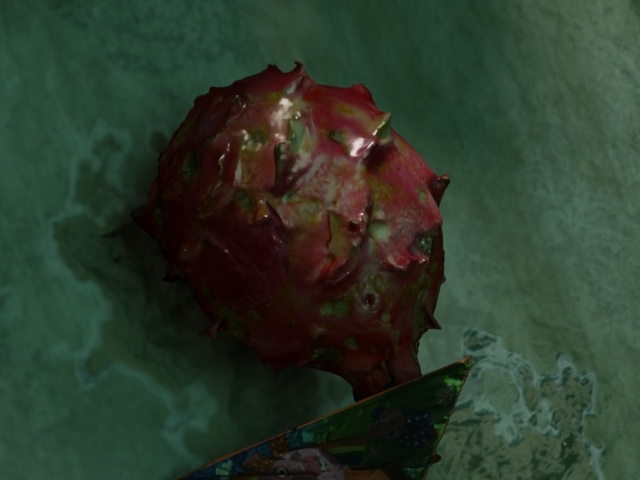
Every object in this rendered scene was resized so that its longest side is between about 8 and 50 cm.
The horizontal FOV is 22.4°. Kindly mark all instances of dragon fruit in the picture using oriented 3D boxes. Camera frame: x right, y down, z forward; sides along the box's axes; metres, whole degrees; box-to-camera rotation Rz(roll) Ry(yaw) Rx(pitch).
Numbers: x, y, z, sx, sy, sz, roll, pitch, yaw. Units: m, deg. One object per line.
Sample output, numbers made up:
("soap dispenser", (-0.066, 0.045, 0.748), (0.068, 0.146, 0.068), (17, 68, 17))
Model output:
("dragon fruit", (0.000, 0.000, 1.155), (0.210, 0.205, 0.268), (-39, 99, -42))

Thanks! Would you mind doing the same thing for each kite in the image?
("kite", (-0.005, 0.207, 1.155), (0.234, 0.016, 0.321), (20, 102, 3))
